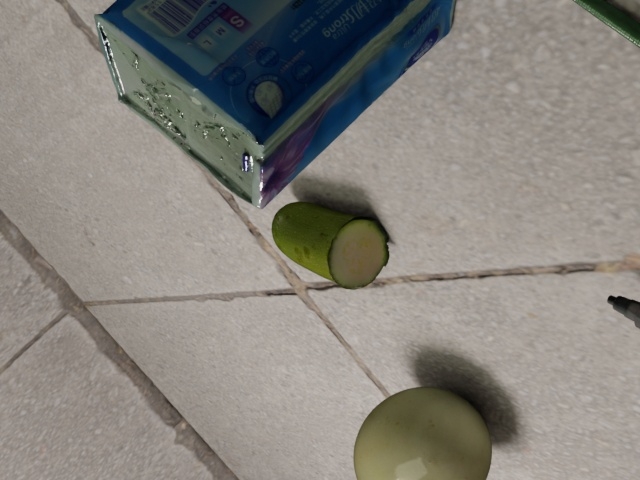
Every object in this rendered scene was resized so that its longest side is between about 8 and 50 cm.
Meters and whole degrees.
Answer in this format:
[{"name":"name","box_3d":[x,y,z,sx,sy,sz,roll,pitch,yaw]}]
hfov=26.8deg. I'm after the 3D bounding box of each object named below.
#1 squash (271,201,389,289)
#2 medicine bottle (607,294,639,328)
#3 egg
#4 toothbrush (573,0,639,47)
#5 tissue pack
[{"name":"squash","box_3d":[0.000,0.000,1.752,0.188,0.095,0.095,20,148,55]},{"name":"medicine bottle","box_3d":[0.356,0.093,1.282,0.199,0.057,0.058,27,153,40]},{"name":"egg","box_3d":[0.146,0.299,1.888,0.188,0.188,0.254,44,151,3]},{"name":"toothbrush","box_3d":[0.210,-0.195,1.077,0.257,0.018,0.024,40,152,17]},{"name":"tissue pack","box_3d":[-0.036,-0.192,1.200,0.198,0.263,0.146,38,158,19]}]
